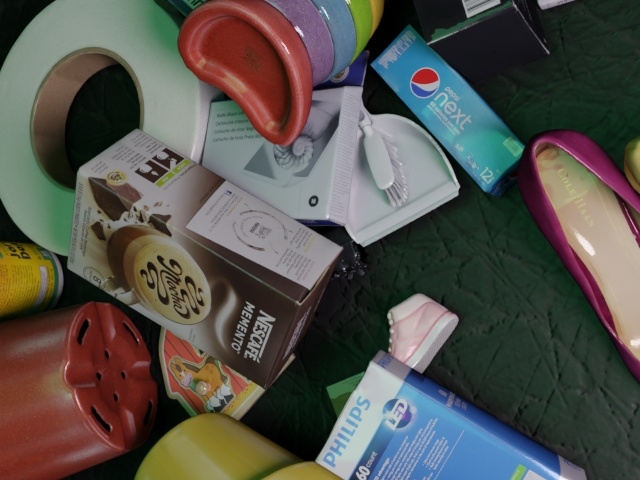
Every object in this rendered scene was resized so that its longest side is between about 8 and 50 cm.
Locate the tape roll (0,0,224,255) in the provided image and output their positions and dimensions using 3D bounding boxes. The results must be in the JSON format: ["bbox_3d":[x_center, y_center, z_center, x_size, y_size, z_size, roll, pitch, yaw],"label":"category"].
[{"bbox_3d":[-0.314,-0.167,1.173,0.392,0.072,0.392,-2,86,26],"label":"tape roll"}]

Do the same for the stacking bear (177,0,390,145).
[{"bbox_3d":[0.003,-0.277,0.940,0.175,0.164,0.289,42,61,1],"label":"stacking bear"}]

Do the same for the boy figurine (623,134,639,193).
[{"bbox_3d":[0.417,-0.049,0.740,0.285,0.092,0.177,4,90,0],"label":"boy figurine"}]

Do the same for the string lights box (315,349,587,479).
[{"bbox_3d":[0.141,0.246,0.891,0.259,0.077,0.133,30,100,10],"label":"string lights box"}]

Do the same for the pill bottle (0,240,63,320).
[{"bbox_3d":[-0.479,0.057,1.160,0.117,0.208,0.118,-2,86,26],"label":"pill bottle"}]

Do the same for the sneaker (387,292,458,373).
[{"bbox_3d":[0.098,0.122,0.968,0.070,0.051,0.134,41,103,26],"label":"sneaker"}]

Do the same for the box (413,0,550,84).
[{"bbox_3d":[0.152,-0.326,0.896,0.103,0.184,0.261,-20,78,26],"label":"box"}]

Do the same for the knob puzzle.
[{"bbox_3d":[-0.151,0.145,1.097,0.213,0.030,0.213,-2,86,26],"label":"knob puzzle"}]

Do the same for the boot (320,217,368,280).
[{"bbox_3d":[0.000,0.000,1.025,0.099,0.045,0.121,-23,82,23],"label":"boot"}]

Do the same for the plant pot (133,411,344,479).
[{"bbox_3d":[-0.092,0.334,0.951,0.239,0.254,0.254,36,102,38],"label":"plant pot"}]

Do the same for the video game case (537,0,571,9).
[{"bbox_3d":[0.321,-0.386,0.907,0.193,0.023,0.213,-12,81,25],"label":"video game case"}]

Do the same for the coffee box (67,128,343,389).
[{"bbox_3d":[-0.143,0.022,0.978,0.297,0.119,0.168,30,132,9],"label":"coffee box"}]

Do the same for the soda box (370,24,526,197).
[{"bbox_3d":[0.155,-0.150,0.944,0.067,0.071,0.210,-44,70,17],"label":"soda box"}]

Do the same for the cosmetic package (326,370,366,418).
[{"bbox_3d":[0.058,0.219,0.985,0.060,0.041,0.115,-27,75,21],"label":"cosmetic package"}]

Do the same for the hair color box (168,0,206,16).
[{"bbox_3d":[-0.034,-0.403,0.995,0.105,0.174,0.347,45,106,20],"label":"hair color box"}]

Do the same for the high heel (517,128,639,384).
[{"bbox_3d":[0.315,0.058,0.793,0.127,0.181,0.377,-41,71,18],"label":"high heel"}]

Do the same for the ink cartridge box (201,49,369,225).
[{"bbox_3d":[-0.053,-0.130,1.022,0.223,0.045,0.224,0,78,36],"label":"ink cartridge box"}]

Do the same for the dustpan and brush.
[{"bbox_3d":[0.065,-0.118,0.989,0.147,0.060,0.211,-30,55,21],"label":"dustpan and brush"}]

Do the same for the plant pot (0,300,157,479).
[{"bbox_3d":[-0.382,0.212,1.089,0.265,0.272,0.272,-19,79,16],"label":"plant pot"}]
